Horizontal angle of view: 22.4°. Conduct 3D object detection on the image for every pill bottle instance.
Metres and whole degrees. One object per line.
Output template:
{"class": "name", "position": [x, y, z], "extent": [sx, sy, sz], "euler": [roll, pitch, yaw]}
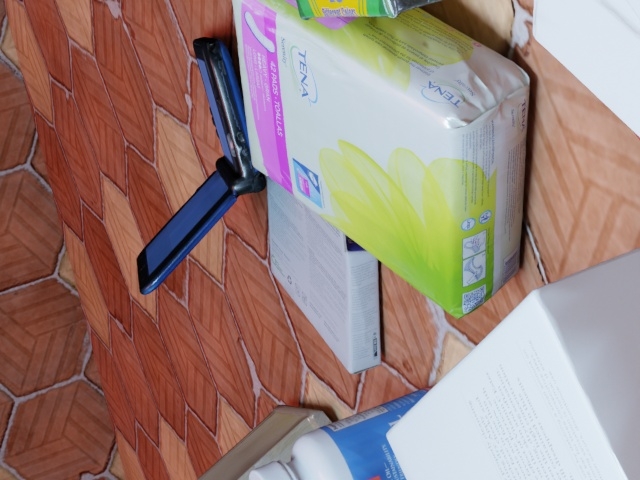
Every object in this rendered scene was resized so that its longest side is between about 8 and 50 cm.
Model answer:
{"class": "pill bottle", "position": [0.046, 0.239, 1.642], "extent": [0.124, 0.221, 0.124], "euler": [54, 156, 39]}

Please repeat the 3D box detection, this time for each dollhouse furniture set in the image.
{"class": "dollhouse furniture set", "position": [0.000, 0.445, 2.094], "extent": [0.394, 0.256, 0.362], "euler": [52, 164, -9]}

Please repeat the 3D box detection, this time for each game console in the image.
{"class": "game console", "position": [-0.168, -0.097, 1.900], "extent": [0.293, 0.173, 0.250], "euler": [-137, 30, -79]}

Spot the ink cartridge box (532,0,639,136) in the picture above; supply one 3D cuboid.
{"class": "ink cartridge box", "position": [0.228, -0.126, 0.804], "extent": [0.148, 0.203, 0.086], "euler": [53, 154, 43]}

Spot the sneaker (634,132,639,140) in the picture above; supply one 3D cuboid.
{"class": "sneaker", "position": [0.220, -0.157, 1.035], "extent": [0.128, 0.087, 0.221], "euler": [-76, -35, -52]}

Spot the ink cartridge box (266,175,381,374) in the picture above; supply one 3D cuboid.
{"class": "ink cartridge box", "position": [0.000, 0.000, 1.811], "extent": [0.223, 0.045, 0.224], "euler": [51, 152, 47]}

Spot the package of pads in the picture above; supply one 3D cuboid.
{"class": "package of pads", "position": [0.051, -0.104, 1.399], "extent": [0.296, 0.101, 0.229], "euler": [37, 146, 35]}

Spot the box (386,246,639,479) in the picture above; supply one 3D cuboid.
{"class": "box", "position": [0.209, 0.125, 1.082], "extent": [0.168, 0.215, 0.345], "euler": [66, 161, 14]}

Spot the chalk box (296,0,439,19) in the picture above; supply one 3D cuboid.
{"class": "chalk box", "position": [0.058, -0.317, 1.139], "extent": [0.179, 0.180, 0.289], "euler": [17, 123, 67]}
